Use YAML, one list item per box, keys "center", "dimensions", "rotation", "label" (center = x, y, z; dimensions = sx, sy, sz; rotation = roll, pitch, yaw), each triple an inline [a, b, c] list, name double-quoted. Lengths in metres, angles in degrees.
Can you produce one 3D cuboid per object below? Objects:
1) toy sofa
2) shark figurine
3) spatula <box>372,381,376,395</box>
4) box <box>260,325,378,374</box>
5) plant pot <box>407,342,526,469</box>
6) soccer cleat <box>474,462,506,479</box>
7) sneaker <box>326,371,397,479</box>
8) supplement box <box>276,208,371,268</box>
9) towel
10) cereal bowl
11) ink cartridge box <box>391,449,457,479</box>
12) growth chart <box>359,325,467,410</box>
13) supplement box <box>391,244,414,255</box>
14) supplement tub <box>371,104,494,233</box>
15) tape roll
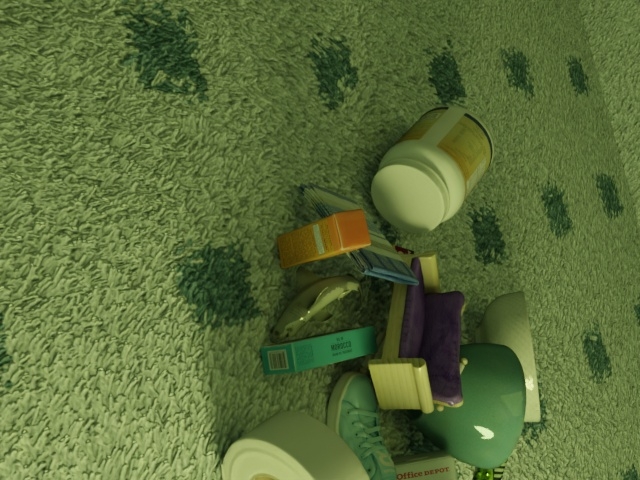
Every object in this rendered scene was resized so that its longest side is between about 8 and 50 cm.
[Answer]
- center: [0.222, 0.190, 1.508]
  dimensions: [0.362, 0.177, 0.150]
  rotation: [-73, 154, -49]
  label: "toy sofa"
- center: [0.005, 0.095, 1.449]
  dimensions: [0.278, 0.166, 0.116]
  rotation: [-23, 60, -42]
  label: "shark figurine"
- center: [0.181, 0.257, 1.641]
  dimensions: [0.084, 0.030, 0.296]
  rotation: [45, 50, -27]
  label: "spatula"
- center: [0.001, 0.227, 1.425]
  dimensions: [0.244, 0.101, 0.060]
  rotation: [-4, 82, -44]
  label: "box"
- center: [0.315, 0.368, 1.595]
  dimensions: [0.196, 0.290, 0.290]
  rotation: [14, 66, -13]
  label: "plant pot"
- center: [0.456, 0.595, 1.796]
  dimensions: [0.179, 0.060, 0.072]
  rotation: [-46, 120, -35]
  label: "soccer cleat"
- center: [0.106, 0.454, 1.423]
  dimensions: [0.135, 0.150, 0.365]
  rotation: [15, 68, -42]
  label: "sneaker"
- center: [0.000, 0.000, 1.392]
  dimensions: [0.078, 0.233, 0.080]
  rotation: [-11, 83, -35]
  label: "supplement box"
- center: [0.083, -0.014, 1.504]
  dimensions: [0.209, 0.034, 0.285]
  rotation: [16, 31, -51]
  label: "towel"
- center: [0.487, 0.309, 1.804]
  dimensions: [0.339, 0.141, 0.338]
  rotation: [-8, 90, -76]
  label: "cereal bowl"
- center: [0.225, 0.576, 1.493]
  dimensions: [0.153, 0.087, 0.208]
  rotation: [-7, 86, -6]
  label: "ink cartridge box"
- center: [0.209, 0.275, 1.543]
  dimensions: [0.172, 0.237, 0.021]
  rotation: [-46, 137, -34]
  label: "growth chart"
- center: [0.193, 0.048, 1.706]
  dimensions: [0.083, 0.043, 0.054]
  rotation: [14, 67, -42]
  label: "supplement box"
- center: [0.284, -0.181, 1.732]
  dimensions: [0.228, 0.228, 0.316]
  rotation: [57, 47, -15]
  label: "supplement tub"
- center: [-0.041, 0.445, 1.191]
  dimensions: [0.100, 0.286, 0.286]
  rotation: [-26, 97, -45]
  label: "tape roll"
